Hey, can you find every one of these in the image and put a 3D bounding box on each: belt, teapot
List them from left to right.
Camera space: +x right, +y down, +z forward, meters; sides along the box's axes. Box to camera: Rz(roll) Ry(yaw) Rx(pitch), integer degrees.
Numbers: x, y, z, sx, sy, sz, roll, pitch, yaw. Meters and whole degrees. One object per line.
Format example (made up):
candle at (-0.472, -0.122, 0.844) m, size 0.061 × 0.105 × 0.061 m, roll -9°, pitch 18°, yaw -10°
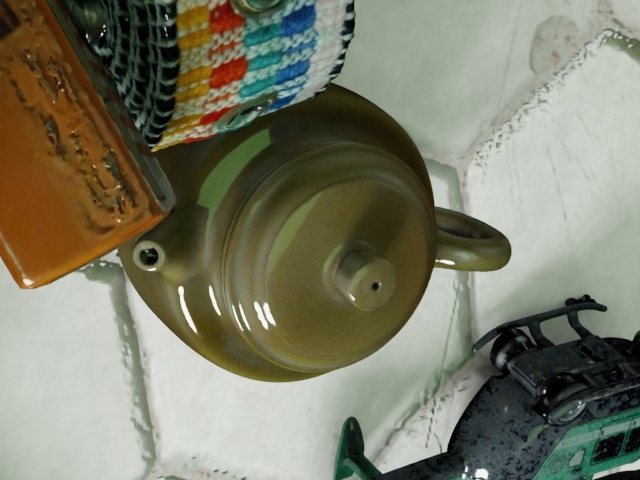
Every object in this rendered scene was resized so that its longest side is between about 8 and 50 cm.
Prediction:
belt at (-0.081, -0.177, 0.850) m, size 0.150 × 0.207 × 0.258 m, roll -23°, pitch 123°, yaw -24°
teapot at (0.000, 0.000, 0.980) m, size 0.267 × 0.175 × 0.186 m, roll 0°, pitch 110°, yaw -30°

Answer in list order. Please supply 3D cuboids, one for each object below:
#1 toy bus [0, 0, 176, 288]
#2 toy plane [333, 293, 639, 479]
toy bus at (-0.200, -0.170, 0.768) m, size 0.093 × 0.092 × 0.409 m, roll -29°, pitch 97°, yaw 3°
toy plane at (0.134, 0.150, 1.159) m, size 0.381 × 0.106 × 0.155 m, roll -14°, pitch 125°, yaw -31°
